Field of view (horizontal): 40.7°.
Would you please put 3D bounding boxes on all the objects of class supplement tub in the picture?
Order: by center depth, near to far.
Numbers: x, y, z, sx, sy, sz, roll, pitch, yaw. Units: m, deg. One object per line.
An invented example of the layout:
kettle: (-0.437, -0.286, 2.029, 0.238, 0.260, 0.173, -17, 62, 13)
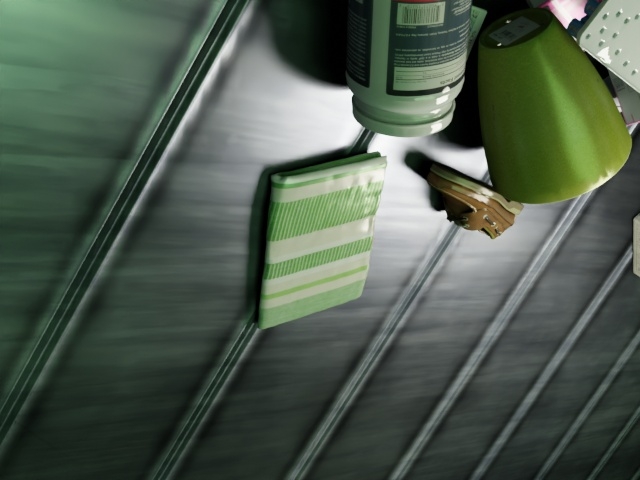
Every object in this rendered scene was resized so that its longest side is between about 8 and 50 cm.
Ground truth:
supplement tub: (0.136, -0.320, 1.349, 0.191, 0.191, 0.272, -22, 132, -27)

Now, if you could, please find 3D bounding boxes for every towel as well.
towel: (0.000, 0.000, 1.590, 0.248, 0.038, 0.325, -16, 131, -30)

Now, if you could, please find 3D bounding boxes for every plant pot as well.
plant pot: (0.402, -0.266, 1.594, 0.275, 0.275, 0.293, -38, 124, -12)

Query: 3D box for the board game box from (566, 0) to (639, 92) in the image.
board game box: (0.662, -0.455, 1.546, 0.390, 0.050, 0.390, 18, 115, -43)

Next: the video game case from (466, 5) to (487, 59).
video game case: (0.213, -0.354, 1.519, 0.157, 0.019, 0.143, 3, 117, -41)

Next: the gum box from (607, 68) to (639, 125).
gum box: (0.670, -0.346, 1.816, 0.107, 0.062, 0.188, -16, 87, -34)

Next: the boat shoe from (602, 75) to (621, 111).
boat shoe: (0.621, -0.310, 1.873, 0.226, 0.083, 0.076, -10, 153, -34)

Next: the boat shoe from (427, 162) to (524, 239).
boat shoe: (0.307, -0.068, 1.743, 0.307, 0.111, 0.104, 19, 106, -46)

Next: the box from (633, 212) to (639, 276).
box: (0.941, 0.016, 2.320, 0.127, 0.148, 0.232, -37, 138, -14)

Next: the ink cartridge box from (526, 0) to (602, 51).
ink cartridge box: (0.572, -0.483, 1.587, 0.371, 0.069, 0.176, -30, 141, 16)
